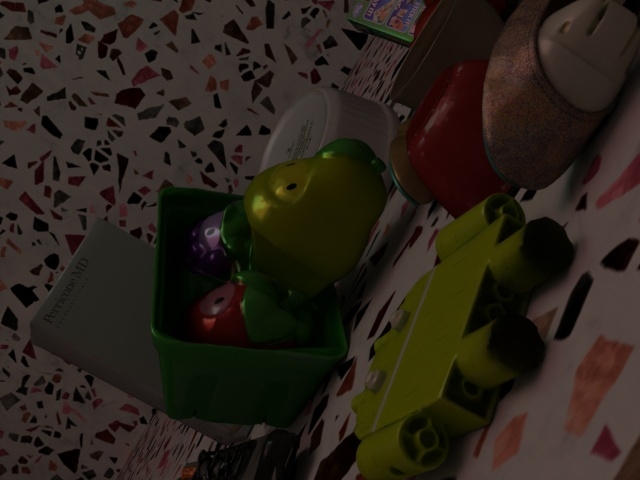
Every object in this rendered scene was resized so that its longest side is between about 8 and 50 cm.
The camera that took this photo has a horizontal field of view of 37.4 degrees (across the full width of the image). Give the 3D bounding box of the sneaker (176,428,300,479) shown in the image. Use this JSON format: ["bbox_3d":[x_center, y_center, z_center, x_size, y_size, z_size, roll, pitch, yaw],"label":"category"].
[{"bbox_3d":[-0.107,0.291,1.134,0.271,0.108,0.100,-50,12,50],"label":"sneaker"}]

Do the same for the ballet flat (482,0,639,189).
[{"bbox_3d":[0.218,-0.184,0.770,0.106,0.107,0.316,-33,29,58],"label":"ballet flat"}]

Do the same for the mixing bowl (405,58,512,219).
[{"bbox_3d":[0.150,-0.115,0.963,0.181,0.098,0.181,-59,7,12],"label":"mixing bowl"}]

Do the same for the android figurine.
[{"bbox_3d":[0.098,0.081,0.764,0.248,0.056,0.273,-65,11,-27],"label":"android figurine"}]

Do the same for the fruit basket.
[{"bbox_3d":[-0.078,0.018,1.263,0.392,0.283,0.392,-172,90,-77],"label":"fruit basket"}]

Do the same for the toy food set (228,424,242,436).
[{"bbox_3d":[-0.063,0.211,1.418,0.132,0.038,0.192,-46,10,37],"label":"toy food set"}]

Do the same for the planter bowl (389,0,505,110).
[{"bbox_3d":[0.171,-0.214,1.134,0.162,0.109,0.162,-60,8,14],"label":"planter bowl"}]

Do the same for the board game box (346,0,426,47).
[{"bbox_3d":[0.204,-0.460,1.528,0.046,0.213,0.317,29,-89,-53],"label":"board game box"}]

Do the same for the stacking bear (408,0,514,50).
[{"bbox_3d":[0.207,-0.362,1.313,0.164,0.175,0.289,120,167,-73],"label":"stacking bear"}]

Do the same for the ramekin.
[{"bbox_3d":[0.002,-0.126,1.541,0.273,0.127,0.273,-42,35,39],"label":"ramekin"}]

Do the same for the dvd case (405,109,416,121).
[{"bbox_3d":[0.171,-0.227,1.535,0.087,0.013,0.119,-65,10,-27],"label":"dvd case"}]

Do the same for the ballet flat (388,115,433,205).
[{"bbox_3d":[0.130,-0.119,1.196,0.073,0.080,0.232,-42,16,21],"label":"ballet flat"}]

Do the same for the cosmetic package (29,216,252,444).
[{"bbox_3d":[-0.263,0.156,1.573,0.217,0.385,0.156,-65,9,-23],"label":"cosmetic package"}]
